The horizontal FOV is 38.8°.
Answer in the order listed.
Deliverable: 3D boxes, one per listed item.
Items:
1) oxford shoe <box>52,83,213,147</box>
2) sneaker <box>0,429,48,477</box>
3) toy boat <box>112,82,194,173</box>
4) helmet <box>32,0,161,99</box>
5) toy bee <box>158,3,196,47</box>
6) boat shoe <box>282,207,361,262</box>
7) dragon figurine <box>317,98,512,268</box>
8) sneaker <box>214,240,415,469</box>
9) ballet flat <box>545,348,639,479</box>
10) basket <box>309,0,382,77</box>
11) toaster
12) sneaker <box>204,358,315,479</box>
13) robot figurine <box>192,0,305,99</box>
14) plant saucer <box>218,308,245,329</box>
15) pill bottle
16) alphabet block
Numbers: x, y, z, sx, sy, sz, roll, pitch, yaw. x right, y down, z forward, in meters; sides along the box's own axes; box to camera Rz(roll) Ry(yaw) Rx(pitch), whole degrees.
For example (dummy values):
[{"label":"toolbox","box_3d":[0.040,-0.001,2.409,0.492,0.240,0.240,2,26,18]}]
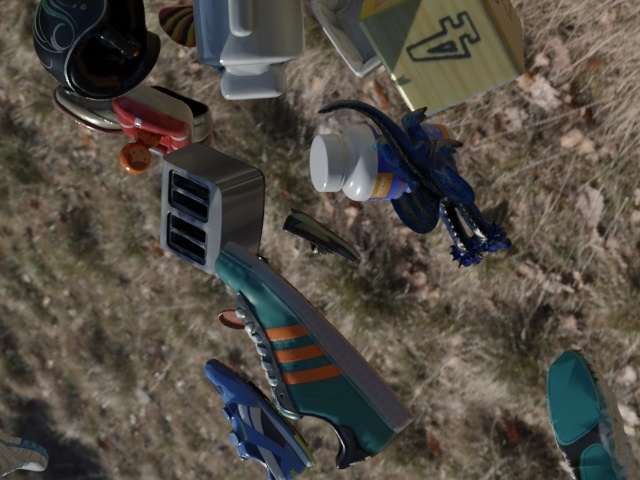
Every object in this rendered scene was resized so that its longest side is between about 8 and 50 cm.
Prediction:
[{"label":"oxford shoe","box_3d":[-0.391,-0.293,1.916,0.348,0.123,0.130,13,146,-5]},{"label":"sneaker","box_3d":[-0.527,0.364,1.502,0.071,0.083,0.190,-19,145,22]},{"label":"toy boat","box_3d":[-0.328,-0.195,1.712,0.150,0.151,0.231,23,165,0]},{"label":"helmet","box_3d":[-0.314,-0.291,1.257,0.162,0.169,0.169,56,142,36]},{"label":"toy bee","box_3d":[-0.181,-0.449,1.914,0.298,0.195,0.162,-10,109,18]},{"label":"boat shoe","box_3d":[0.000,0.000,1.545,0.152,0.056,0.049,34,90,-19]},{"label":"dragon figurine","box_3d":[0.124,-0.068,1.046,0.085,0.144,0.289,-34,140,21]},{"label":"sneaker","box_3d":[-0.032,0.137,1.058,0.121,0.108,0.302,-43,88,-2]},{"label":"ballet flat","box_3d":[0.545,0.408,1.770,0.146,0.409,0.147,-3,138,-2]},{"label":"basket","box_3d":[0.072,-0.396,1.687,0.113,0.103,0.167,-35,88,8]},{"label":"toaster","box_3d":[-0.174,-0.048,1.476,0.185,0.110,0.168,26,123,32]},{"label":"sneaker","box_3d":[-0.069,0.176,0.875,0.059,0.053,0.144,-42,82,-2]},{"label":"robot figurine","box_3d":[-0.133,-0.437,1.650,0.199,0.300,0.354,-4,102,-2]},{"label":"plant saucer","box_3d":[-0.200,0.185,2.159,0.083,0.013,0.083,6,145,4]},{"label":"pill bottle","box_3d":[0.124,-0.154,1.800,0.152,0.271,0.153,177,90,-71]},{"label":"alphabet block","box_3d":[0.195,-0.346,1.443,0.193,0.192,0.197,-22,122,24]}]
